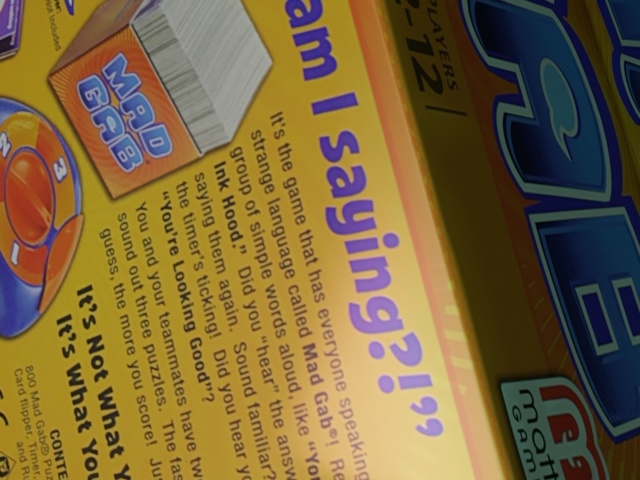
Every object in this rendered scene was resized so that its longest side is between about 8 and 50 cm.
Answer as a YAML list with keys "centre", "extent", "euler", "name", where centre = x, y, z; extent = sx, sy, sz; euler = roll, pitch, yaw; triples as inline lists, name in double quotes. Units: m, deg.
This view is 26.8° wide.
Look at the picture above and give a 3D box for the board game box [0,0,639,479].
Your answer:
- centre: [0.000, 0.000, 0.706]
  extent: [0.356, 0.356, 0.357]
  euler: [-23, 74, 35]
  name: "board game box"
